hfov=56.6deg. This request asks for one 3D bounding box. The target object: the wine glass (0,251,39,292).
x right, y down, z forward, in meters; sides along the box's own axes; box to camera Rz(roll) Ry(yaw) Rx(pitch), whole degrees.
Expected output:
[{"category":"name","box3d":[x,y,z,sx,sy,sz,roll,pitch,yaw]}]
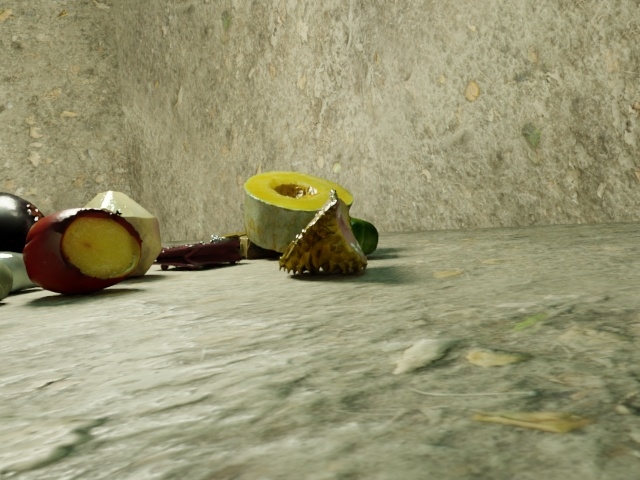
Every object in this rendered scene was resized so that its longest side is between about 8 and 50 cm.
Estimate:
[{"category":"wine glass","box3d":[-0.729,0.074,1.330,0.103,0.103,0.222,-2,-2,31]}]

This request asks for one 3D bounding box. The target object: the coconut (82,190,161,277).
[{"category":"coconut","box3d":[-0.520,-0.013,1.523,0.237,0.237,0.197,-3,2,19]}]

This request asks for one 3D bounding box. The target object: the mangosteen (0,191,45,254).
[{"category":"mangosteen","box3d":[-0.877,0.015,1.580,0.302,0.275,0.275,-37,4,-1]}]

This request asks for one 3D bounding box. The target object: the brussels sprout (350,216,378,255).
[{"category":"brussels sprout","box3d":[0.084,-0.006,1.628,0.155,0.117,0.155,4,-17,1]}]

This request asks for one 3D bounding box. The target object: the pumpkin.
[{"category":"pumpkin","box3d":[-0.073,-0.071,1.829,0.332,0.199,0.332,4,24,-2]}]

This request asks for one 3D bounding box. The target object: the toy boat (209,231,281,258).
[{"category":"toy boat","box3d":[-0.198,0.013,1.906,0.321,0.089,0.121,-4,8,-25]}]

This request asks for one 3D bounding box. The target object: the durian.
[{"category":"durian","box3d":[-0.009,0.007,1.307,0.196,0.185,0.305,-30,8,5]}]

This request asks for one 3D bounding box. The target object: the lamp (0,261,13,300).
[{"category":"lamp","box3d":[-0.672,0.092,1.219,0.091,0.091,0.163,-5,-14,-18]}]

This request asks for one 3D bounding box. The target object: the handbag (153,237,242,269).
[{"category":"handbag","box3d":[-0.360,0.042,1.720,0.216,0.074,0.203,-4,2,37]}]

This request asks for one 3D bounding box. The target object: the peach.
[{"category":"peach","box3d":[-0.493,0.021,1.248,0.226,0.196,0.190,-7,37,-8]}]
